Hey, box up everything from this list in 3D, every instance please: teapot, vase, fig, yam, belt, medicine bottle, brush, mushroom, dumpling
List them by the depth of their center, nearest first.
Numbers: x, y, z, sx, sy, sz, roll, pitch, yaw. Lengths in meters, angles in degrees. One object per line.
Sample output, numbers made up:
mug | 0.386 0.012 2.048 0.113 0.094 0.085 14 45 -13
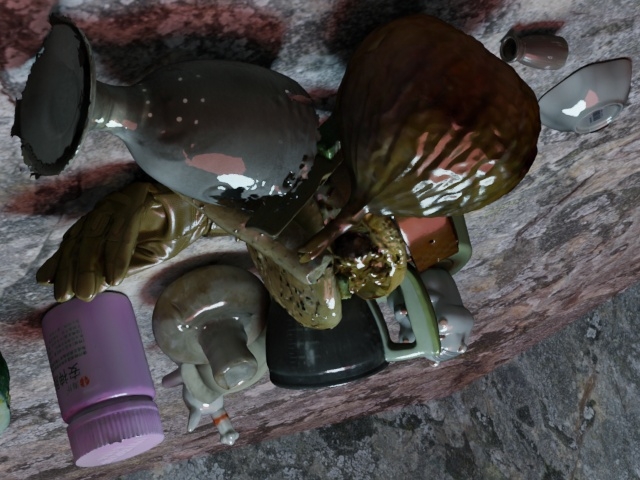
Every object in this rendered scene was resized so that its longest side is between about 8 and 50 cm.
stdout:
fig | 0.097 -0.110 1.130 0.368 0.286 0.286 -45 155 5
yam | -0.118 -0.045 1.199 0.071 0.317 0.067 -53 -168 1
brush | -0.011 -0.107 1.211 0.282 0.054 0.048 -52 150 -35
vase | 0.322 -0.286 1.283 0.100 0.053 0.053 -3 153 -30
belt | 0.174 -0.054 1.528 0.105 0.184 0.261 -25 144 5
medicine bottle | -0.412 0.262 1.607 0.178 0.291 0.178 -17 160 -7
teapot | 0.033 0.150 1.615 0.321 0.239 0.239 -2 -169 42
mushroom | -0.203 0.175 1.657 0.243 0.243 0.243 -18 159 -7
dumpling | -0.191 0.244 1.839 0.250 0.162 0.132 -35 170 -2

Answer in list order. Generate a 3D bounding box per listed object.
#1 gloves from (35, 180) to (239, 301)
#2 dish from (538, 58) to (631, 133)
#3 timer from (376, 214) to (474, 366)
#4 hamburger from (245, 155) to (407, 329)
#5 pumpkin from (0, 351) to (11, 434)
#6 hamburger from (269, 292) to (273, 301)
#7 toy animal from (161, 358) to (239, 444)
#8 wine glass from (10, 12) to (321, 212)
gloves | -0.271 -0.016 1.280 0.331 0.141 0.154 -22 -173 -23
dish | 0.483 -0.241 1.519 0.190 0.066 0.191 -18 159 -7
timer | 0.206 0.100 1.748 0.290 0.315 0.291 -17 158 -7
hamburger | 0.000 0.000 1.398 0.195 0.277 0.318 -24 156 -16
pumpkin | -0.682 0.232 1.433 0.293 0.197 0.263 2 140 -30
hamburger | -0.027 0.132 1.885 0.173 0.116 0.210 -2 152 -34
toy animal | -0.277 0.327 1.933 0.140 0.282 0.138 -4 175 -32
wine glass | -0.168 -0.140 1.017 0.357 0.190 0.190 9 145 -43
